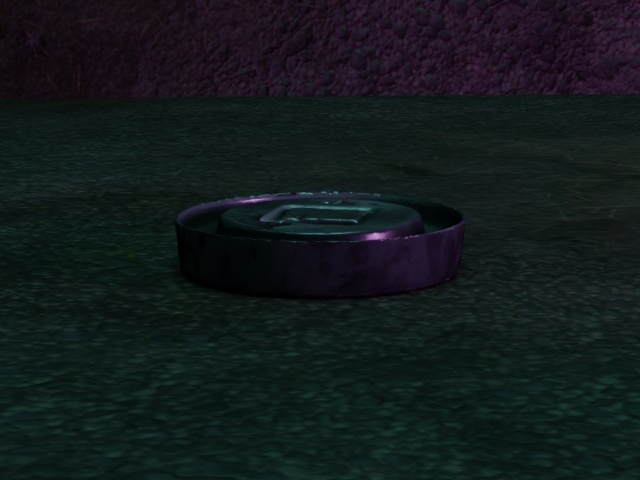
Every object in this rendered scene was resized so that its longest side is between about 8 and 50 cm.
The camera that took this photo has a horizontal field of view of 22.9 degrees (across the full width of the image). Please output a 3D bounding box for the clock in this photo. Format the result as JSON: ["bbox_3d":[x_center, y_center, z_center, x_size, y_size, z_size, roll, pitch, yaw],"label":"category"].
[{"bbox_3d":[0.000,0.000,1.167,0.215,0.042,0.215,0,11,0],"label":"clock"}]
